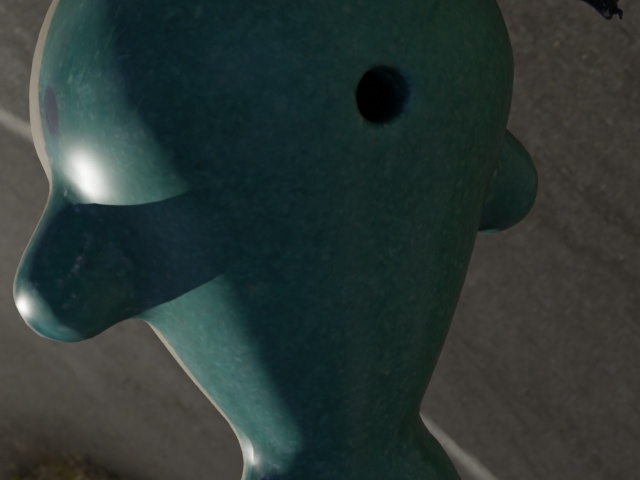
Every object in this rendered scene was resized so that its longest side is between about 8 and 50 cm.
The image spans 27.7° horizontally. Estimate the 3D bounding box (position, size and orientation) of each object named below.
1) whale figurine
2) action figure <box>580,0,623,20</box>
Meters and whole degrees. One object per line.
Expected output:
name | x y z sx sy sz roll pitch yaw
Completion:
whale figurine | 0.000 0.000 0.473 0.141 0.216 0.272 4 105 65
action figure | 0.342 -0.281 1.137 0.275 0.164 0.141 -4 125 43
